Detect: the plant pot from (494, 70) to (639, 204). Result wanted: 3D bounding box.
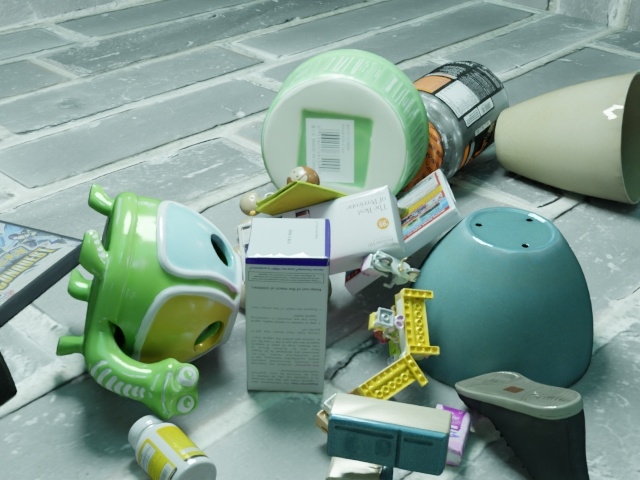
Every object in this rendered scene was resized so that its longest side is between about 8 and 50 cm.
[{"bbox_3d":[0.503,-0.205,1.790,0.274,0.256,0.256,3,26,33],"label":"plant pot"}]

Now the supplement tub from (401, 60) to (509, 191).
[{"bbox_3d":[0.236,-0.234,1.820,0.207,0.207,0.338,19,34,27],"label":"supplement tub"}]

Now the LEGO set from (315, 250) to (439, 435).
[{"bbox_3d":[0.077,0.164,1.219,0.132,0.107,0.287,27,59,-11],"label":"LEGO set"}]

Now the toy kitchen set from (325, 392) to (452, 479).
[{"bbox_3d":[0.055,0.291,0.882,0.122,0.207,0.166,7,30,10],"label":"toy kitchen set"}]

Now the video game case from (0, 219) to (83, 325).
[{"bbox_3d":[-0.561,0.047,1.444,0.248,0.035,0.275,12,31,17],"label":"video game case"}]

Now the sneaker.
[{"bbox_3d":[0.248,0.240,1.122,0.083,0.118,0.222,-14,8,-22],"label":"sneaker"}]

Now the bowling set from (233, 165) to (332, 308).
[{"bbox_3d":[-0.080,-0.033,1.467,0.154,0.199,0.287,-6,27,-10],"label":"bowling set"}]

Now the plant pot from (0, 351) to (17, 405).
[{"bbox_3d":[-0.534,0.149,1.136,0.188,0.166,0.187,16,32,24],"label":"plant pot"}]

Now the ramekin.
[{"bbox_3d":[0.038,-0.182,1.602,0.304,0.303,0.148,8,23,10],"label":"ramekin"}]

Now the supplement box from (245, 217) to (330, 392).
[{"bbox_3d":[-0.044,0.090,1.219,0.114,0.220,0.111,1,29,0],"label":"supplement box"}]

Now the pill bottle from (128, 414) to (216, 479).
[{"bbox_3d":[-0.182,0.260,1.064,0.065,0.065,0.116,-21,38,-35],"label":"pill bottle"}]

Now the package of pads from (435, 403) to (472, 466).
[{"bbox_3d":[0.164,0.251,1.139,0.050,0.032,0.083,14,31,14],"label":"package of pads"}]

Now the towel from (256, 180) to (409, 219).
[{"bbox_3d":[0.022,-0.049,1.357,0.237,0.102,0.021,12,59,-41],"label":"towel"}]

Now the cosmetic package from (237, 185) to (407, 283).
[{"bbox_3d":[0.000,0.000,1.311,0.239,0.060,0.098,-15,67,13],"label":"cosmetic package"}]

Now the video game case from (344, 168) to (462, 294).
[{"bbox_3d":[0.128,-0.022,1.440,0.204,0.025,0.285,-36,11,12],"label":"video game case"}]

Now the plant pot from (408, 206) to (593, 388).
[{"bbox_3d":[0.268,0.066,1.307,0.290,0.195,0.290,1,30,-1],"label":"plant pot"}]

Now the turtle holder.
[{"bbox_3d":[-0.226,0.071,1.220,0.228,0.243,0.320,13,10,-17],"label":"turtle holder"}]
